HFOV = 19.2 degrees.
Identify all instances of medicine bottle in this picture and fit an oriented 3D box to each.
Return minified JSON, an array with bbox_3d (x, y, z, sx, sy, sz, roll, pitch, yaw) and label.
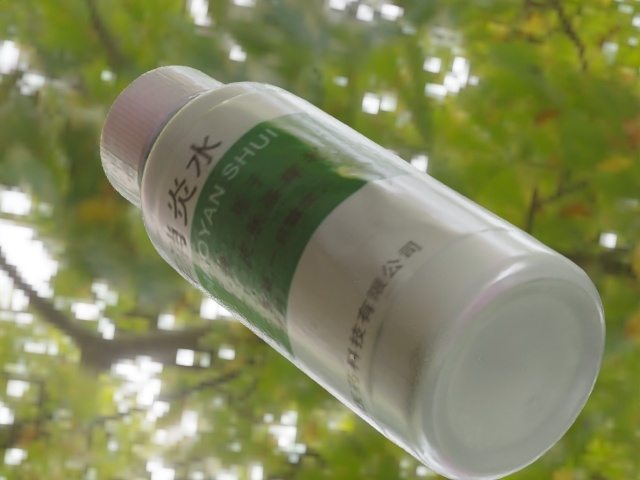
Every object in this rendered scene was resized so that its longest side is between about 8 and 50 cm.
[{"bbox_3d":[0.000,0.000,0.763,0.260,0.095,0.095,35,-65,50],"label":"medicine bottle"}]
